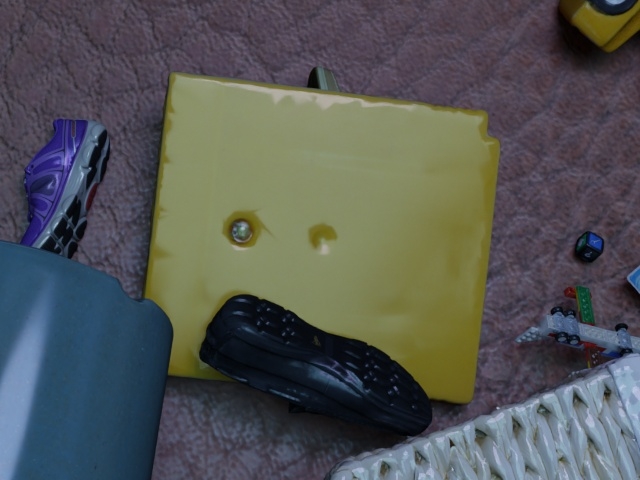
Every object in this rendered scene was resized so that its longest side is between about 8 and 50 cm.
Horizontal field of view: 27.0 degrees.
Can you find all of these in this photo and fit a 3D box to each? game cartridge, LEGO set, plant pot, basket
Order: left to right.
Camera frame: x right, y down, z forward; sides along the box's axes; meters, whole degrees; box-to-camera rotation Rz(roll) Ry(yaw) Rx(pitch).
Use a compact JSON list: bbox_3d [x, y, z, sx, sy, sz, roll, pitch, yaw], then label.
[{"bbox_3d":[-0.278,0.196,1.078,0.341,0.341,0.334,13,66,-5],"label":"plant pot"},{"bbox_3d":[0.000,0.000,1.264,0.324,0.053,0.285,7,89,-9],"label":"game cartridge"},{"bbox_3d":[0.163,0.299,1.106,0.267,0.331,0.328,-16,79,-6],"label":"basket"},{"bbox_3d":[0.308,0.110,1.302,0.244,0.060,0.182,51,47,8],"label":"LEGO set"}]

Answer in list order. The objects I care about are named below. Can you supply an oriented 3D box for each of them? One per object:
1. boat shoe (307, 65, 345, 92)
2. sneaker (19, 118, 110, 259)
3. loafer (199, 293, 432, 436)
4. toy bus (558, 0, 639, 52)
[{"bbox_3d":[0.024,-0.100,1.319,0.048,0.056,0.153,-13,81,-18],"label":"boat shoe"},{"bbox_3d":[-0.256,-0.040,1.268,0.071,0.068,0.169,13,65,11],"label":"sneaker"},{"bbox_3d":[-0.003,0.124,1.208,0.223,0.078,0.076,26,33,-14],"label":"loafer"},{"bbox_3d":[0.391,-0.320,1.327,0.130,0.108,0.332,38,106,-13],"label":"toy bus"}]
